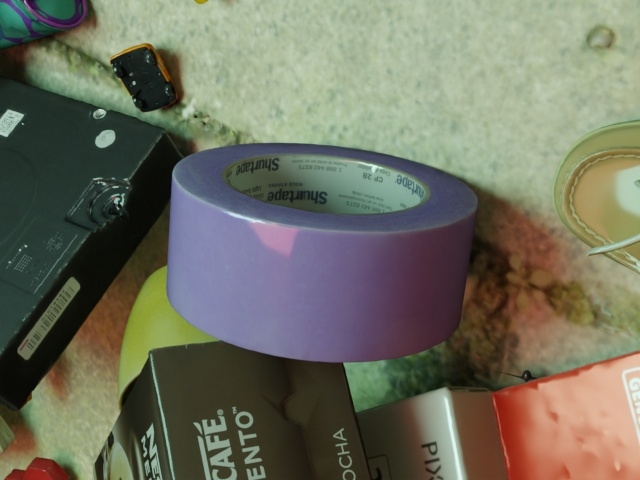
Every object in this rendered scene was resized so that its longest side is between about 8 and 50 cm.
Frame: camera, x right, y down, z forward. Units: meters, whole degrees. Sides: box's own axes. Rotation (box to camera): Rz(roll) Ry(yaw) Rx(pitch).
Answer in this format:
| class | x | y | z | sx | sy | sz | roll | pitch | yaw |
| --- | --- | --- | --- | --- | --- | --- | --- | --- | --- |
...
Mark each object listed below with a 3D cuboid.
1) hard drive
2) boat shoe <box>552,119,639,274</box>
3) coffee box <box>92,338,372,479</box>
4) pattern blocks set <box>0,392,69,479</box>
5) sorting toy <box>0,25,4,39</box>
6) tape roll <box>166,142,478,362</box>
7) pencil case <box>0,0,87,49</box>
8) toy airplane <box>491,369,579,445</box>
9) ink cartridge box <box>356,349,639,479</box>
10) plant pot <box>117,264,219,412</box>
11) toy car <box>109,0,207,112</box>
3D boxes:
| class | x | y | z | sx | sy | sz | roll | pitch | yaw |
| --- | --- | --- | --- | --- | --- | --- | --- | --- | --- |
| hard drive | -0.302 | -0.027 | 0.843 | 0.339 | 0.236 | 0.064 | 19 | 156 | 29 |
| boat shoe | 0.246 | 0.005 | 0.530 | 0.285 | 0.089 | 0.104 | 19 | 114 | 31 |
| coffee box | -0.070 | 0.189 | 0.694 | 0.297 | 0.119 | 0.168 | 126 | 135 | -58 |
| pattern blocks set | -0.382 | 0.141 | 0.990 | 0.286 | 0.026 | 0.324 | -2 | 118 | 26 |
| sorting toy | -0.384 | -0.220 | 0.838 | 0.348 | 0.047 | 0.196 | 2 | 130 | 36 |
| tape roll | 0.000 | 0.000 | 0.643 | 0.189 | 0.189 | 0.080 | 18 | 113 | 31 |
| pencil case | -0.265 | -0.193 | 0.854 | 0.152 | 0.070 | 0.064 | -5 | 78 | 38 |
| toy airplane | 0.142 | 0.157 | 0.686 | 0.151 | 0.028 | 0.151 | 12 | 110 | 35 |
| ink cartridge box | 0.114 | 0.223 | 0.622 | 0.239 | 0.060 | 0.275 | -24 | 68 | 37 |
| plant pot | -0.094 | 0.071 | 0.783 | 0.134 | 0.134 | 0.095 | -44 | 50 | 35 |
| toy car | -0.108 | -0.153 | 0.788 | 0.122 | 0.060 | 0.040 | -34 | 37 | 21 |
